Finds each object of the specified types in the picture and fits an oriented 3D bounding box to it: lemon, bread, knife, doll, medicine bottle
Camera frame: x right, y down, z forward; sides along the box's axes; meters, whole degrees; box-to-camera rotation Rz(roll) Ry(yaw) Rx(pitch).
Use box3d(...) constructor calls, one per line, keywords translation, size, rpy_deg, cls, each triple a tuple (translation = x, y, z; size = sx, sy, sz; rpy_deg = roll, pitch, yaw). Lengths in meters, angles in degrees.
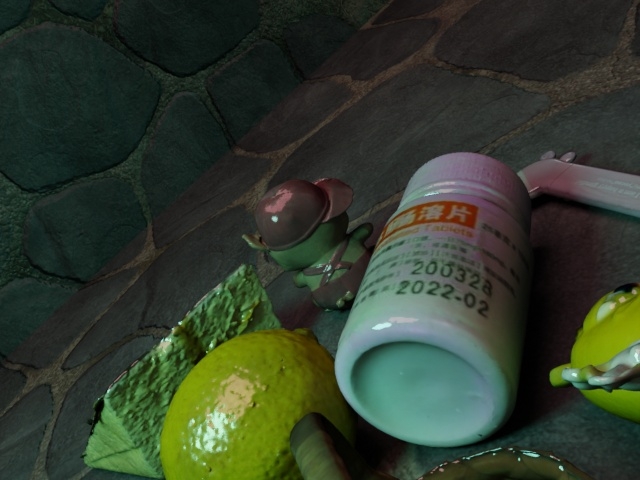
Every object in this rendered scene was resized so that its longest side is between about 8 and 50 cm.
box3d(translation=(-0.077, 0.248, 0.989), size=(0.267, 0.267, 0.267), rpy_deg=(-31, 23, 15), cls="lemon")
box3d(translation=(-0.292, 0.238, 1.378), size=(0.405, 0.242, 0.346), rpy_deg=(-2, 38, 49), cls="bread")
box3d(translation=(0.425, -0.073, 1.139), size=(0.132, 0.038, 0.398), rpy_deg=(-43, 24, -9), cls="knife")
box3d(translation=(-0.002, 0.000, 1.345), size=(0.196, 0.256, 0.152), rpy_deg=(-48, 19, -24), cls="doll")
box3d(translation=(0.380, 0.089, 0.627), size=(0.423, 0.161, 0.348), rpy_deg=(-12, -11, 24), cls="doll")
box3d(translation=(0.170, 0.060, 1.018), size=(0.219, 0.219, 0.388), rpy_deg=(-21, 27, 34), cls="medicine bottle")

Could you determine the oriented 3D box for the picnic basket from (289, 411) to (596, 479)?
box3d(translation=(0.079, 0.276, 0.610), size=(0.337, 0.337, 0.293), rpy_deg=(-38, 22, -2), cls="picnic basket")
